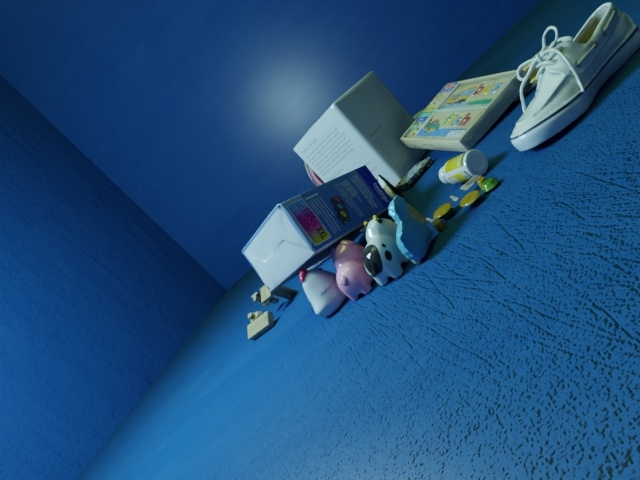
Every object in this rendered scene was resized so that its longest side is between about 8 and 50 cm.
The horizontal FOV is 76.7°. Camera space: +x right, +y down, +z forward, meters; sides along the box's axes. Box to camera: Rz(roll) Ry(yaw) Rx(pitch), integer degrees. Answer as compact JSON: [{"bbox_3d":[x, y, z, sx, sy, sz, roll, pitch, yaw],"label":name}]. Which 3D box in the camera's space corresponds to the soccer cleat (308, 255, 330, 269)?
[{"bbox_3d":[0.008,0.043,1.485,0.196,0.068,0.076,-40,12,12],"label":"soccer cleat"}]

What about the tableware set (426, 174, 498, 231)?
[{"bbox_3d":[0.296,-0.077,0.846,0.154,0.024,0.104,-42,12,6],"label":"tableware set"}]

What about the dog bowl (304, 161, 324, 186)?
[{"bbox_3d":[0.111,-0.408,1.997,0.408,0.408,0.150,-42,8,14],"label":"dog bowl"}]

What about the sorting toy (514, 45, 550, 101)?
[{"bbox_3d":[0.644,-0.502,1.224,0.193,0.038,0.208,-40,14,28],"label":"sorting toy"}]

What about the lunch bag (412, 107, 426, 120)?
[{"bbox_3d":[0.426,-0.489,1.936,0.279,0.108,0.224,-38,14,43],"label":"lunch bag"}]

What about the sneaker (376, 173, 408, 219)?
[{"bbox_3d":[0.194,-0.130,1.322,0.124,0.107,0.283,-48,7,15],"label":"sneaker"}]

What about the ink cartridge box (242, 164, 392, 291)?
[{"bbox_3d":[0.015,-0.046,1.117,0.395,0.151,0.270,-28,-9,-40],"label":"ink cartridge box"}]

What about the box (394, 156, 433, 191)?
[{"bbox_3d":[0.325,-0.227,1.413,0.137,0.027,0.094,-47,10,-16],"label":"box"}]

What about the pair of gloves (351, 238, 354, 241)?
[{"bbox_3d":[0.127,-0.060,1.354,0.198,0.023,0.159,-57,-13,-77],"label":"pair of gloves"}]

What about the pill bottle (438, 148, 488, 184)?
[{"bbox_3d":[0.333,-0.169,0.958,0.065,0.065,0.116,-47,9,-16],"label":"pill bottle"}]

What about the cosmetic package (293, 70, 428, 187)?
[{"bbox_3d":[0.177,-0.393,1.673,0.327,0.394,0.329,-50,11,-35],"label":"cosmetic package"}]

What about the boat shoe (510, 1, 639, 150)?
[{"bbox_3d":[0.480,-0.346,0.803,0.367,0.156,0.136,-45,8,-7],"label":"boat shoe"}]

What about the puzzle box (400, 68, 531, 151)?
[{"bbox_3d":[0.447,-0.418,1.327,0.272,0.052,0.409,-49,20,2],"label":"puzzle box"}]

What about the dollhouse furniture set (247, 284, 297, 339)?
[{"bbox_3d":[-0.164,0.254,1.402,0.144,0.123,0.151,-39,44,31],"label":"dollhouse furniture set"}]

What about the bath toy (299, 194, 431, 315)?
[{"bbox_3d":[0.079,0.046,0.914,0.348,0.129,0.151,-39,10,36],"label":"bath toy"}]
